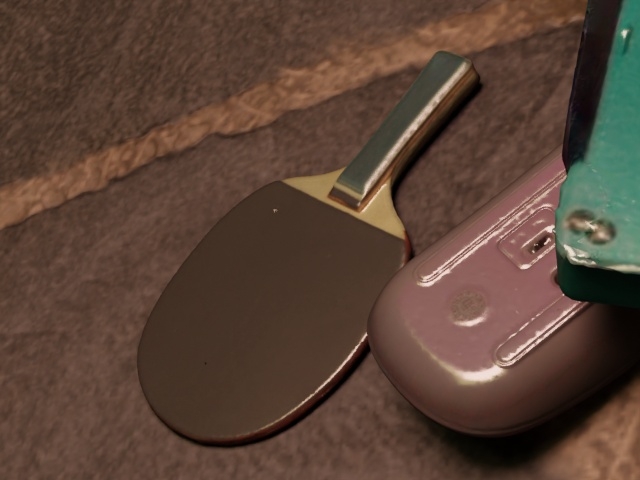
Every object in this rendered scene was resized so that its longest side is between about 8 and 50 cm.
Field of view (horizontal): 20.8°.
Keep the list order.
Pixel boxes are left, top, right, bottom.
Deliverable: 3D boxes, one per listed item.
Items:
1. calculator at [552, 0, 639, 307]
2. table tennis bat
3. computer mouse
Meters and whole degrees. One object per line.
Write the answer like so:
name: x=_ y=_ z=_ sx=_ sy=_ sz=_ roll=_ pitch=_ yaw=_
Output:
calculator: x=0.246 y=-0.066 z=0.819 sx=0.248 sy=0.058 sz=0.274 roll=6 pitch=57 yaw=14
table tennis bat: x=0.000 y=0.000 z=0.998 sx=0.154 sy=0.021 sz=0.274 roll=27 pitch=74 yaw=44
computer mouse: x=0.131 y=0.007 z=0.874 sx=0.232 sy=0.057 sz=0.120 roll=-39 pitch=53 yaw=-8
